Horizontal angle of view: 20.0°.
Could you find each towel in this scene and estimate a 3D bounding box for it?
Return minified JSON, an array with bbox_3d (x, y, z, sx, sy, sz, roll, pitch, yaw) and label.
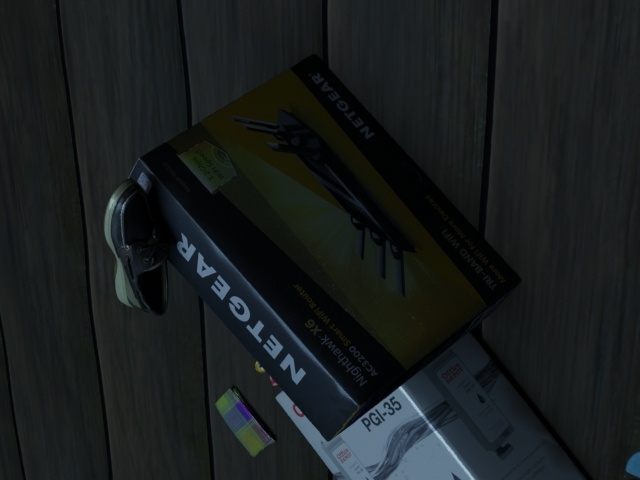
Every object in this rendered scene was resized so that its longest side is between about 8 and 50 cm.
[{"bbox_3d":[-0.091,0.218,2.177,0.083,0.009,0.060,51,144,7],"label":"towel"}]

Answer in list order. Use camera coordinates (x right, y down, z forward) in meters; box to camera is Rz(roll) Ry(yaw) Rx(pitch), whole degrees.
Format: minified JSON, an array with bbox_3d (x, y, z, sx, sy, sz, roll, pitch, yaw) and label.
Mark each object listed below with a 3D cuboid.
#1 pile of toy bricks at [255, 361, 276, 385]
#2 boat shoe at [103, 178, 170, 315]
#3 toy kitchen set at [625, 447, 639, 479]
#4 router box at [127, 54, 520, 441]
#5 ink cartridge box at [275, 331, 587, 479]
[{"bbox_3d":[-0.028,0.036,1.913,0.105,0.118,0.212,-15,89,23],"label":"pile of toy bricks"},{"bbox_3d":[-0.161,0.008,1.660,0.049,0.056,0.152,27,145,26],"label":"boat shoe"},{"bbox_3d":[0.348,0.288,1.650,0.166,0.122,0.207,22,132,36],"label":"toy kitchen set"},{"bbox_3d":[0.000,0.000,1.718,0.309,0.243,0.081,48,143,9],"label":"router box"},{"bbox_3d":[0.111,0.208,1.855,0.283,0.117,0.207,52,143,5],"label":"ink cartridge box"}]
